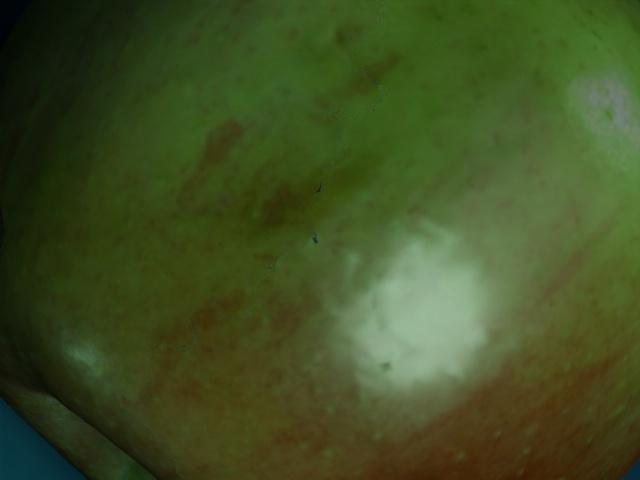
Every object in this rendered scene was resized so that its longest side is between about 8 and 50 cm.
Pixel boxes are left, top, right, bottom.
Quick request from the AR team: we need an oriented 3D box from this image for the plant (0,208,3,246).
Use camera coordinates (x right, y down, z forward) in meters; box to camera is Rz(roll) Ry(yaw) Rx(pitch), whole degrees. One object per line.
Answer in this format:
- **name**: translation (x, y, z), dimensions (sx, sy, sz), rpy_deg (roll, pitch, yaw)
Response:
- **plant**: translation (-0.217, -0.017, 0.385), dimensions (0.234, 0.178, 0.204), rpy_deg (49, 49, -41)

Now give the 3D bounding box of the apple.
- **apple**: translation (0.000, 0.000, 0.557), dimensions (0.277, 0.319, 0.319), rpy_deg (-36, 113, -20)
